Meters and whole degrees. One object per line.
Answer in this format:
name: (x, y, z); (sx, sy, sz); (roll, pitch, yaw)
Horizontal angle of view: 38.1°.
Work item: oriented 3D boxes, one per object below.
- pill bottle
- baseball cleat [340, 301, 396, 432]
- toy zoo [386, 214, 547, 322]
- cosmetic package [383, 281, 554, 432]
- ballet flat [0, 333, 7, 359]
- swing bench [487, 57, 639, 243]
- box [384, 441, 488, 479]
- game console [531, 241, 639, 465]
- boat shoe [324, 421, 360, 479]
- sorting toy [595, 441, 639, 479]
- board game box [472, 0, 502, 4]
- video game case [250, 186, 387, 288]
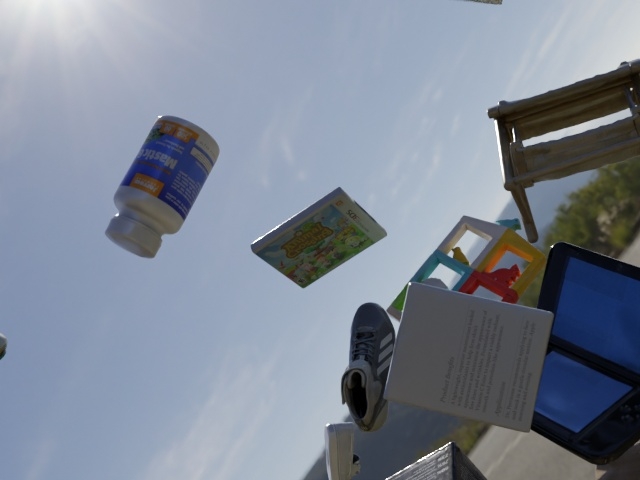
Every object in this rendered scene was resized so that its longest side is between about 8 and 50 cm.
pill bottle: (-0.328, -0.106, 1.893); (0.152, 0.152, 0.272); (93, -159, -69)
baseball cleat: (0.071, 0.175, 1.368); (0.109, 0.072, 0.206); (54, -150, -58)
toy zoo: (0.284, 0.069, 1.724); (0.293, 0.192, 0.030); (-49, -38, -13)
cosmetic package: (0.192, 0.148, 1.192); (0.151, 0.183, 0.151); (27, -104, -77)
ballet flat: (-0.445, 0.109, 0.983); (0.086, 0.248, 0.086); (36, -131, -55)
swing bench: (0.419, -0.166, 1.501); (0.165, 0.253, 0.255); (55, -156, -44)
box: (0.182, 0.443, 1.456); (0.153, 0.108, 0.207); (-35, 16, 21)
game console: (0.392, 0.161, 1.417); (0.250, 0.293, 0.173); (-31, -61, -23)
boat shoe: (0.045, 0.417, 1.741); (0.066, 0.063, 0.184); (-117, 20, -68)
sorting toy: (0.521, 0.394, 1.490); (0.274, 0.046, 0.132); (-23, 41, 41)
board game box: (0.154, -0.533, 1.868); (0.318, 0.318, 0.066); (-143, 58, -62)
video game case: (0.000, 0.000, 1.812); (0.212, 0.023, 0.193); (-33, -38, 15)
